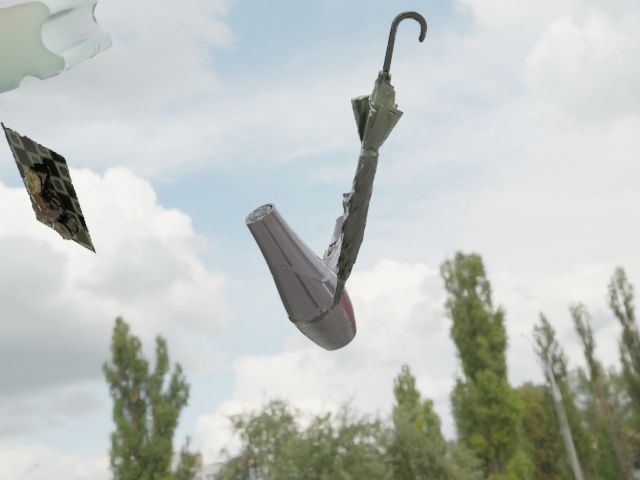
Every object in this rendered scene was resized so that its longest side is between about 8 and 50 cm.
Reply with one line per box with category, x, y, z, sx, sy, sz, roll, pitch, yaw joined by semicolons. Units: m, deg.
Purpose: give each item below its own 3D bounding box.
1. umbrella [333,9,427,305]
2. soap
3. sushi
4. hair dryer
umbrella;0.033;-0.062;0.684;0.044;0.044;0.269;15;-63;-2
soap;-0.396;-0.256;1.057;0.172;0.095;0.289;-13;20;6
sushi;-0.408;-0.066;1.197;0.139;0.031;0.201;25;-39;26
hair dryer;0.000;0.000;1.568;0.121;0.361;0.301;-18;-63;29
